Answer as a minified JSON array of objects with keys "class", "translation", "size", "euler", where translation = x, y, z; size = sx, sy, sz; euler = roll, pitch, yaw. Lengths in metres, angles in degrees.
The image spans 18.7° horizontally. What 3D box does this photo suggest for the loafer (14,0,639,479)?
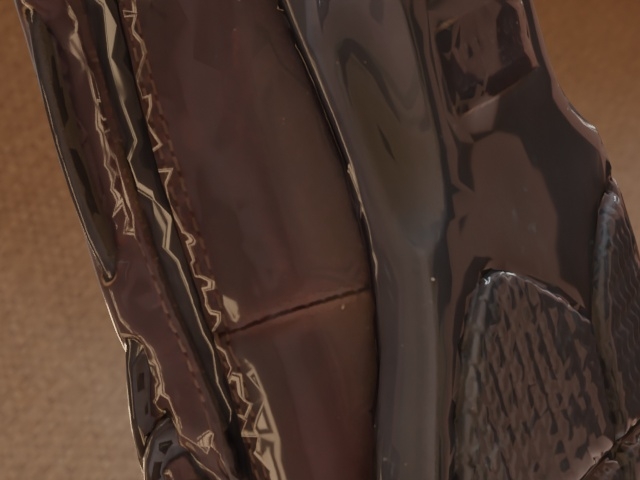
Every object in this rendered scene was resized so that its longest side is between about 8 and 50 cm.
[{"class":"loafer","translation":[0.000,0.000,0.372],"size":[0.109,0.095,0.303],"euler":[-21,100,-55]}]
